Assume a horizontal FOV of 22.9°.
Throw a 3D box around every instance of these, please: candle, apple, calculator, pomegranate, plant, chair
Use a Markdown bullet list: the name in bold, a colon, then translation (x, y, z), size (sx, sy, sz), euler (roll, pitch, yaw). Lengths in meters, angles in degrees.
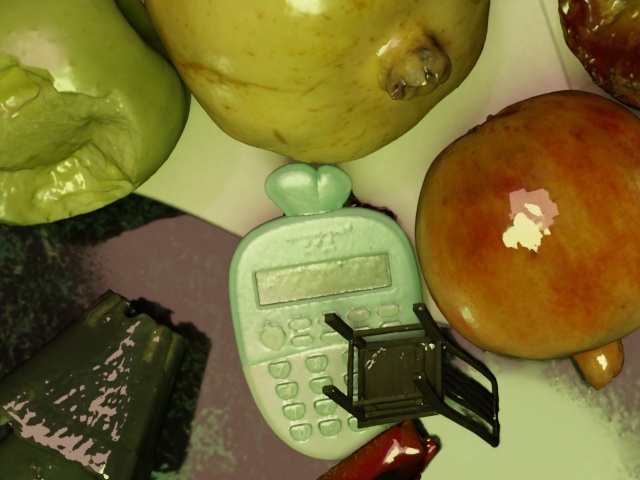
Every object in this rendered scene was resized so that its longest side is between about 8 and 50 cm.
- **candle**: translation (-0.018, 0.271, 1.524), size (0.302, 0.059, 0.084), euler (-32, 124, 7)
- **apple**: translation (-0.263, -0.151, 1.504), size (0.279, 0.279, 0.279), euler (-1, 85, 8)
- **calculator**: translation (0.007, 0.068, 1.518), size (0.184, 0.042, 0.295), euler (-8, 101, -2)
- **pomegranate**: translation (0.013, -0.221, 1.431), size (0.342, 0.342, 0.342), euler (-1, 85, 8)
- **plant**: translation (-0.232, 0.177, 1.527), size (0.164, 0.142, 0.256), euler (29, 85, 8)
- **chair**: translation (0.088, 0.136, 1.470), size (0.101, 0.212, 0.084), euler (-9, 63, 22)
- **pomegranate**: translation (0.216, 0.005, 1.442), size (0.252, 0.229, 0.270), euler (-28, 93, -4)

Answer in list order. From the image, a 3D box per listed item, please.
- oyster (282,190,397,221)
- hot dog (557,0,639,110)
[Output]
- **oyster**: translation (-0.002, 0.009, 1.555), size (0.103, 0.051, 0.148), euler (38, 94, 12)
- **hot dog**: translation (0.412, -0.251, 1.460), size (0.387, 0.174, 0.267), euler (-10, 86, 6)
